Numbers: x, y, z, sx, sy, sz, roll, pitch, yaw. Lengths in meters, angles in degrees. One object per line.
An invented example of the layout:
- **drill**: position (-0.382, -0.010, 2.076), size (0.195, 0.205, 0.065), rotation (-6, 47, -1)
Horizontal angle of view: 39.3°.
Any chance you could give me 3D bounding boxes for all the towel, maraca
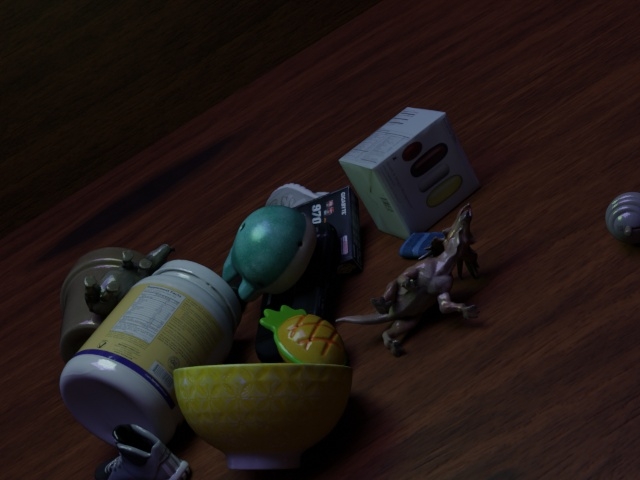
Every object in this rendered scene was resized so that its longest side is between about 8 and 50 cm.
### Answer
- **towel**: position (0.212, 0.009, 1.779), size (0.119, 0.029, 0.067), rotation (1, 41, 50)
- **maraca**: position (-0.030, 0.177, 1.615), size (0.127, 0.099, 0.186), rotation (-6, 38, -44)

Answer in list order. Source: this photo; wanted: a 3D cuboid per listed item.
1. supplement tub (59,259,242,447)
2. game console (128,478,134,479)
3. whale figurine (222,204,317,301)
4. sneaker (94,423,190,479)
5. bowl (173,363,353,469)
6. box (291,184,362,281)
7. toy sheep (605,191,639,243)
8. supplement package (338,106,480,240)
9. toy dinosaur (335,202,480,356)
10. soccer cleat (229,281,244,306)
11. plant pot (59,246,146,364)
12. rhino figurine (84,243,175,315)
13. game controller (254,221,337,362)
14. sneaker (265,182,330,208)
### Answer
- **supplement tub**: position (-0.318, 0.218, 1.741), size (0.241, 0.241, 0.331), rotation (-12, 30, 37)
- **game console**: position (-0.374, 0.471, 1.512), size (0.124, 0.085, 0.144), rotation (-2, 37, 47)
- **whale figurine**: position (-0.129, 0.017, 1.800), size (0.272, 0.141, 0.216), rotation (-12, 50, 54)
- **sneaker**: position (-0.344, 0.378, 1.596), size (0.229, 0.132, 0.086), rotation (-12, 30, 35)
- **bowl**: position (-0.089, 0.281, 1.419), size (0.289, 0.289, 0.156), rotation (-11, 74, 38)
- **box**: position (0.000, 0.000, 1.944), size (0.175, 0.051, 0.220), rotation (-21, 44, 21)
- **toy sheep**: position (0.508, -0.035, 1.456), size (0.091, 0.091, 0.132), rotation (-18, 9, 27)
- **supplement package**: position (0.189, -0.142, 1.893), size (0.203, 0.194, 0.149), rotation (-39, 26, -14)
- **toy dinosaur**: position (0.176, 0.082, 1.586), size (0.296, 0.127, 0.200), rotation (-34, 14, 24)
- **soccer cleat**: position (-0.176, 0.096, 2.030), size (0.072, 0.060, 0.179), rotation (-24, 22, 13)
- **plant pot**: position (-0.463, 0.178, 1.950), size (0.263, 0.263, 0.229), rotation (-23, 24, 17)
- **rhino figurine**: position (-0.391, 0.072, 1.856), size (0.243, 0.073, 0.106), rotation (-37, -19, -42)
- **game controller**: position (-0.049, 0.100, 1.808), size (0.166, 0.067, 0.319), rotation (-31, 35, 36)
- **sneaker**: position (-0.055, -0.063, 2.134), size (0.115, 0.105, 0.281), rotation (-44, 28, -27)
